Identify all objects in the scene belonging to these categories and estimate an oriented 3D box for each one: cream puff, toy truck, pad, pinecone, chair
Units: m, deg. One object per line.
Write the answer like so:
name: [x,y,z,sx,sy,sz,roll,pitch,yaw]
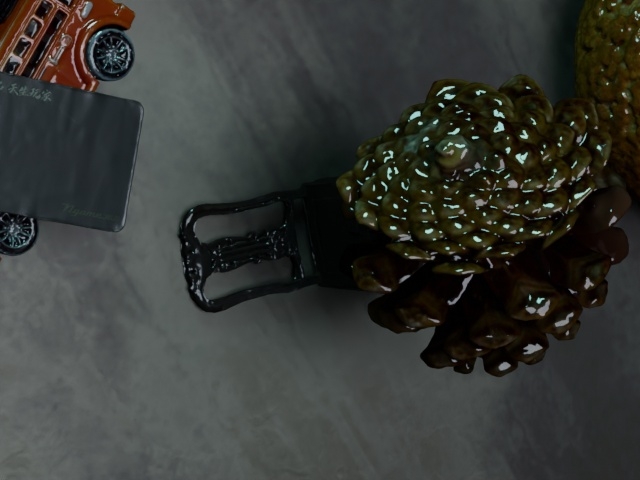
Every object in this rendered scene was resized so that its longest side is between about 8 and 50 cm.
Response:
cream puff: [0.394,-0.171,1.974,0.303,0.212,0.303,0,89,-27]
toy truck: [-0.260,-0.102,1.643,0.114,0.107,0.252,36,74,-30]
pad: [-0.217,-0.072,1.606,0.157,0.003,0.112,10,88,-35]
pinecone: [0.135,-0.005,1.695,0.264,0.264,0.264,-2,93,-31]
chair: [0.000,0.000,1.807,0.229,0.113,0.106,-15,98,-33]
